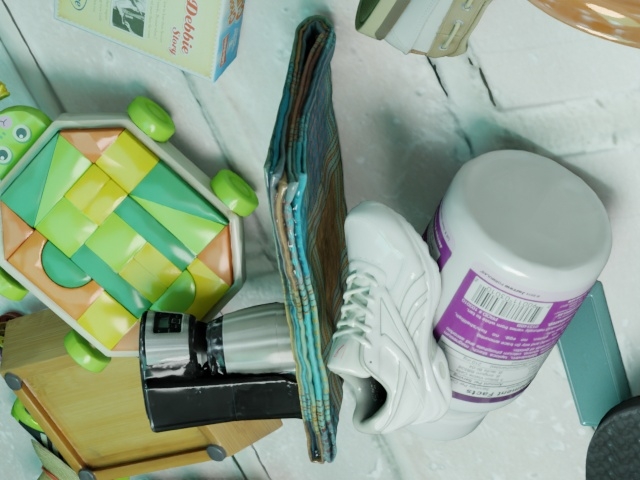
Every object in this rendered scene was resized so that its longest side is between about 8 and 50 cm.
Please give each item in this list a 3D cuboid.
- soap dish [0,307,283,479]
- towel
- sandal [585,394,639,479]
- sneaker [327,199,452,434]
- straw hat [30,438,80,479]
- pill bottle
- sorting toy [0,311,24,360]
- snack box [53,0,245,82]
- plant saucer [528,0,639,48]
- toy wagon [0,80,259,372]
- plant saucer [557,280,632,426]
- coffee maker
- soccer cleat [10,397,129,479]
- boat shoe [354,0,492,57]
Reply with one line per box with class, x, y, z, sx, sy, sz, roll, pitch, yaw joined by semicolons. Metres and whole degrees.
soap dish;-0.220;0.170;2.287;0.291;0.118;0.229;-16;118;37
towel;0.000;0.000;1.917;0.040;0.271;0.370;0;129;9
sandal;0.363;0.263;2.059;0.167;0.107;0.446;19;146;13
sneaker;0.053;0.080;1.846;0.090;0.115;0.232;2;109;51
straw hat;-0.335;0.318;2.474;0.144;0.061;0.144;38;167;11
pill bottle;0.160;0.065;1.945;0.169;0.169;0.301;30;136;4
sorting toy;-0.397;0.124;2.404;0.061;0.042;0.102;39;136;-5
snack box;-0.155;-0.318;1.877;0.187;0.060;0.322;23;135;12
plant saucer;0.255;-0.217;1.639;0.200;0.037;0.200;20;168;4
toy wagon;-0.246;-0.029;2.084;0.344;0.068;0.267;42;105;-8
plant saucer;0.280;0.122;2.032;0.067;0.018;0.192;0;125;29
coffee maker;-0.094;0.148;2.029;0.178;0.120;0.171;-6;95;4
soccer cleat;-0.315;0.255;2.466;0.179;0.060;0.072;42;152;-6
boat shoe;0.142;-0.273;1.722;0.103;0.113;0.302;23;143;-15
